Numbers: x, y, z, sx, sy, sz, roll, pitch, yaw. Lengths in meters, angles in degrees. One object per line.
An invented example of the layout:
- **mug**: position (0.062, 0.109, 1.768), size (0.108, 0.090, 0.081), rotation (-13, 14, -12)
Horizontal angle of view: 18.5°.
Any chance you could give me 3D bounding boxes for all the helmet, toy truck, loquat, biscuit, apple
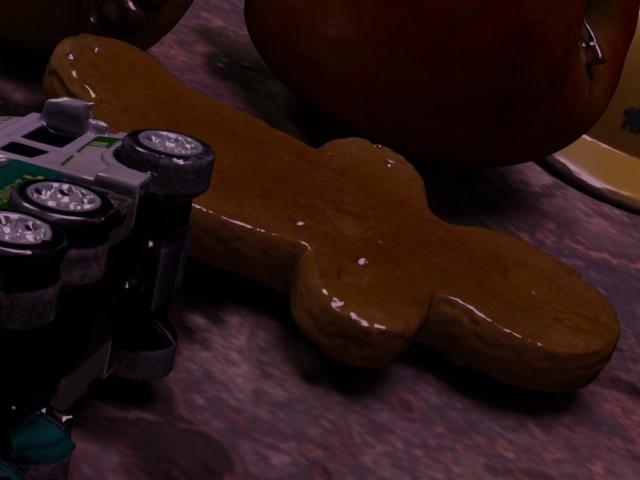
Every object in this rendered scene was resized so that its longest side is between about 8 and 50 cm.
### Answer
- **helmet**: position (0.204, -0.132, 1.308), size (0.205, 0.140, 0.257), rotation (14, 23, -24)
- **toy truck**: position (-0.125, 0.014, 0.709), size (0.116, 0.110, 0.216), rotation (18, 22, 11)
- **loquat**: position (-0.132, -0.162, 1.030), size (0.163, 0.137, 0.163), rotation (36, 6, -4)
- **biscuit**: position (0.000, 0.000, 0.931), size (0.302, 0.049, 0.197), rotation (22, 28, -7)
- **apple**: position (0.069, -0.154, 1.118), size (0.230, 0.230, 0.230), rotation (21, 24, -10)
